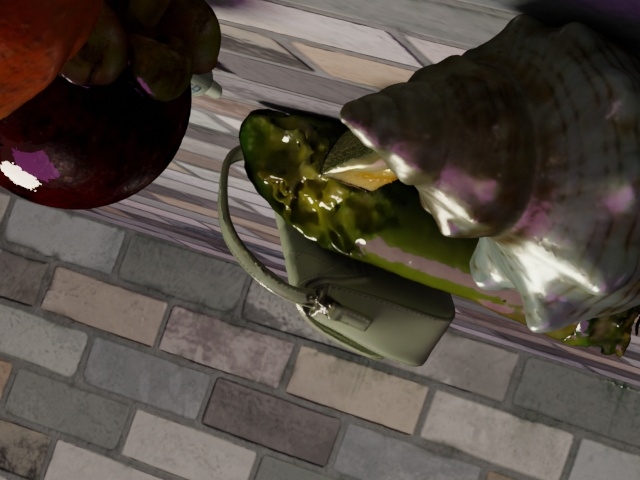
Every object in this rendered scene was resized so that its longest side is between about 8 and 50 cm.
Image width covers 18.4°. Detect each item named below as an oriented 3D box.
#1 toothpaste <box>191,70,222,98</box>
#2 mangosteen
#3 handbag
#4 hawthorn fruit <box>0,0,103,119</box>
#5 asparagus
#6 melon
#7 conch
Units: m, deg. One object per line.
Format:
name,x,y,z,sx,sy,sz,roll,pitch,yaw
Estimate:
toothpaste,-0.143,-0.157,1.579,0.048,0.029,0.197,11,167,42
mangosteen,-0.157,-0.115,1.356,0.200,0.200,0.200,19,174,2
handbag,0.000,0.000,1.784,0.219,0.079,0.256,21,-152,-22
hawthorn fruit,-0.206,-0.153,1.132,0.189,0.189,0.189,19,174,2
asparagus,0.099,-0.014,1.695,0.382,0.128,0.108,20,138,2
melon,0.094,-0.064,1.482,0.160,0.079,0.128,23,155,-26
conch,0.157,-0.027,1.167,0.386,0.169,0.203,27,-164,-42
